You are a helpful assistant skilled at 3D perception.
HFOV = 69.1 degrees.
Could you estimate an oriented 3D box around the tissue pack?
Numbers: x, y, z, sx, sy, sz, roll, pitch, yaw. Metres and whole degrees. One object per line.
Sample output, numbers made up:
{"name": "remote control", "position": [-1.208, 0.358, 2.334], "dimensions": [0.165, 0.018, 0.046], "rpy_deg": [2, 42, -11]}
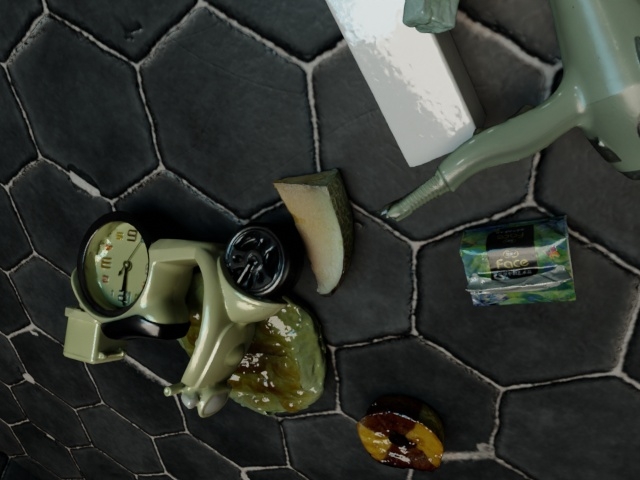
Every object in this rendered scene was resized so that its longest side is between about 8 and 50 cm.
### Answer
{"name": "tissue pack", "position": [0.220, 0.031, 0.519], "dimensions": [0.111, 0.079, 0.085], "rpy_deg": [-8, 116, 28]}

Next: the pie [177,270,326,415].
{"name": "pie", "position": [-0.122, 0.174, 0.775], "dimensions": [0.307, 0.071, 0.306], "rpy_deg": [11, 123, 17]}

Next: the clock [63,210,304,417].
{"name": "clock", "position": [-0.213, 0.093, 0.683], "dimensions": [0.379, 0.120, 0.276], "rpy_deg": [9, 89, 28]}

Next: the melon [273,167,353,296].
{"name": "melon", "position": [0.006, -0.002, 0.619], "dimensions": [0.098, 0.054, 0.182], "rpy_deg": [-5, 116, 34]}

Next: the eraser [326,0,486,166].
{"name": "eraser", "position": [0.061, -0.224, 0.440], "dimensions": [0.076, 0.078, 0.298], "rpy_deg": [-20, 109, 33]}

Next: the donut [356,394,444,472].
{"name": "donut", "position": [0.130, 0.308, 0.744], "dimensions": [0.141, 0.059, 0.140], "rpy_deg": [12, 124, 19]}

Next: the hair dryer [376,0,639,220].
{"name": "hair dryer", "position": [0.162, -0.147, 0.385], "dimensions": [0.267, 0.092, 0.229], "rpy_deg": [-9, 101, 7]}

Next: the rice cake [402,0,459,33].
{"name": "rice cake", "position": [0.106, -0.290, 0.353], "dimensions": [0.042, 0.045, 0.245], "rpy_deg": [5, 105, -14]}
